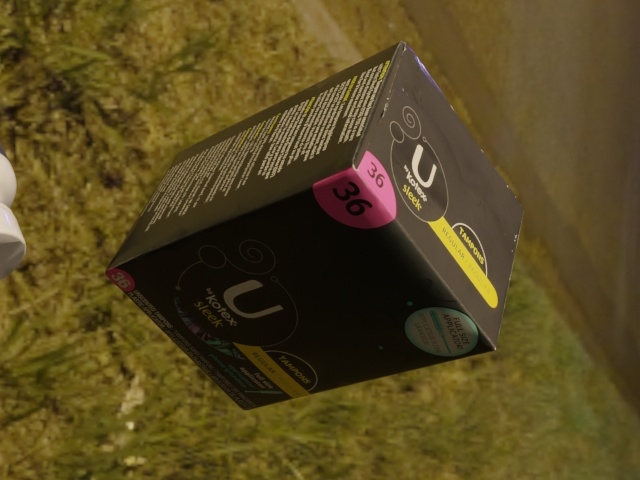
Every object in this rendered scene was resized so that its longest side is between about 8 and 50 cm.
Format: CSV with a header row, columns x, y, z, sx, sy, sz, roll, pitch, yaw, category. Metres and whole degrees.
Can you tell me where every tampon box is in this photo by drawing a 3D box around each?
x,y,z,sx,sy,sz,roll,pitch,yaw,category
0.000,0.000,0.512,0.120,0.161,0.101,49,40,-26,tampon box

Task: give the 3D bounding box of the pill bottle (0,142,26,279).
x,y,z,sx,sy,sz,roll,pitch,yaw,category
-0.294,-0.055,0.756,0.186,0.112,0.112,60,11,22,pill bottle
